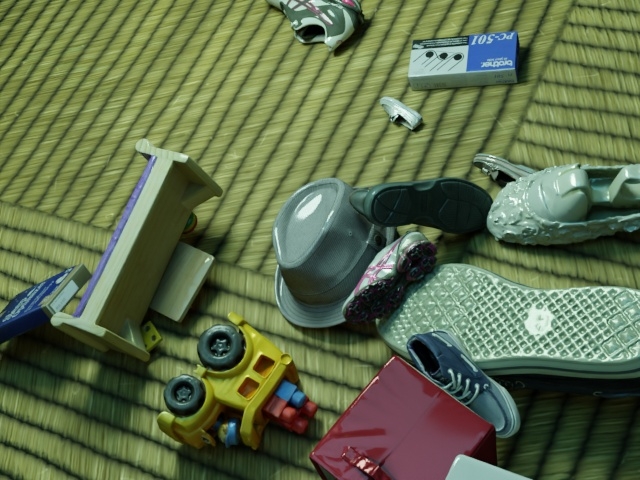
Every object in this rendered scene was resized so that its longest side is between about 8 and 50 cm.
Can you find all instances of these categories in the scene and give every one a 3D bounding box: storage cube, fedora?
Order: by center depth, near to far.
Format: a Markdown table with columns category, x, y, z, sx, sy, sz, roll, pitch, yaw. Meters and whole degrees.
| category | x | y | z | sx | sy | sz | roll | pitch | yaw |
| --- | --- | --- | --- | --- | --- | --- | --- | --- | --- |
| storage cube | 0.125 | 0.315 | 1.447 | 0.183 | 0.215 | 0.193 | 34 | 71 | 26 |
| fedora | 0.000 | 0.000 | 1.733 | 0.243 | 0.124 | 0.276 | 4 | 60 | 41 |

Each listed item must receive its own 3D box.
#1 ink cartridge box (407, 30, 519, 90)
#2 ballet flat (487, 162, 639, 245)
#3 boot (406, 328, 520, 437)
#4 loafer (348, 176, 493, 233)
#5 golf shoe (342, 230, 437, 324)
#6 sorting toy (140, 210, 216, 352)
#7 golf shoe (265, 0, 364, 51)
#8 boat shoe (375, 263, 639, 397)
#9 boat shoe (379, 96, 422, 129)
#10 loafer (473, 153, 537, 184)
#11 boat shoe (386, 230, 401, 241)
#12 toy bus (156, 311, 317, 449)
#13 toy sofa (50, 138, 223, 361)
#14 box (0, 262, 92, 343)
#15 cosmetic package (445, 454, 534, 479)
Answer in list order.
| category | x | y | z | sx | sy | sz | roll | pitch | yaw |
| --- | --- | --- | --- | --- | --- | --- | --- | --- | --- |
| ink cartridge box | 0.277 | -0.347 | 1.958 | 0.207 | 0.046 | 0.097 | -1 | 58 | 18 |
| ballet flat | 0.470 | -0.082 | 1.650 | 0.408 | 0.147 | 0.147 | -5 | 55 | 15 |
| boot | 0.198 | 0.207 | 1.440 | 0.190 | 0.086 | 0.069 | 49 | 117 | 27 |
| loafer | 0.171 | -0.067 | 1.708 | 0.084 | 0.267 | 0.096 | 23 | 108 | 55 |
| golf shoe | 0.106 | 0.061 | 1.640 | 0.186 | 0.067 | 0.086 | -42 | 28 | 1 |
| sorting toy | -0.268 | 0.080 | 1.839 | 0.132 | 0.046 | 0.275 | 22 | 77 | 30 |
| golf shoe | -0.041 | -0.488 | 2.132 | 0.272 | 0.105 | 0.120 | 25 | 75 | 32 |
| boat shoe | 0.303 | 0.146 | 1.547 | 0.500 | 0.156 | 0.187 | 3 | 62 | 38 |
| boat shoe | 0.147 | -0.241 | 1.938 | 0.100 | 0.035 | 0.035 | 34 | 70 | 27 |
| loafer | 0.323 | -0.119 | 1.788 | 0.125 | 0.045 | 0.039 | 20 | 72 | 26 |
| boat shoe | 0.118 | 0.014 | 1.759 | 0.056 | 0.049 | 0.152 | -21 | 52 | 6 |
| toy bus | -0.123 | 0.261 | 1.629 | 0.211 | 0.149 | 0.220 | 31 | 72 | 16 |
| toy sofa | -0.337 | 0.014 | 1.784 | 0.177 | 0.150 | 0.363 | 16 | 74 | 28 |
| box | -0.529 | 0.125 | 1.834 | 0.225 | 0.036 | 0.136 | -25 | 21 | 30 |
| cosmetic package | 0.268 | 0.508 | 1.150 | 0.329 | 0.394 | 0.327 | 15 | 62 | 27 |
